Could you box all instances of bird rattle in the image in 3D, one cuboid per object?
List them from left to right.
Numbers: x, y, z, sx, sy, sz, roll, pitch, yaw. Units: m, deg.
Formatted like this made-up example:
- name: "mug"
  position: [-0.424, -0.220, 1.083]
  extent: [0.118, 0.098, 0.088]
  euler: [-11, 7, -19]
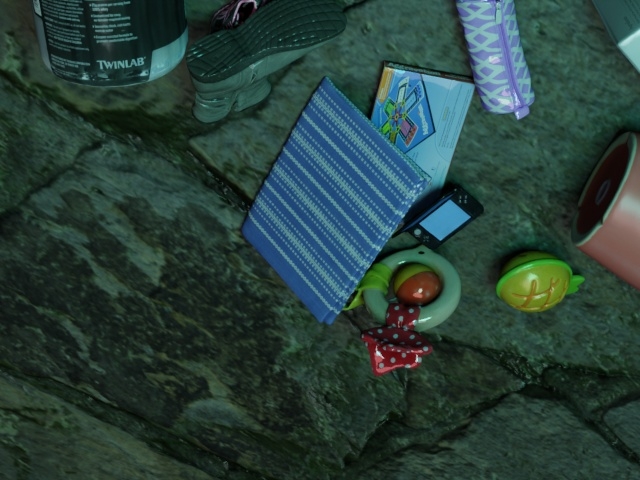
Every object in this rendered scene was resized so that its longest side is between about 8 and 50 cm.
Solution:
- name: "bird rattle"
  position: [0.134, 0.091, 1.555]
  extent: [0.207, 0.253, 0.143]
  euler: [-27, 128, -8]

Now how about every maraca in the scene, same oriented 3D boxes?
- name: "maraca"
  position: [0.377, 0.075, 1.612]
  extent: [0.127, 0.099, 0.186]
  euler: [-34, 145, 31]

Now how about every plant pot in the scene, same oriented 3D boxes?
- name: "plant pot"
  position: [0.535, -0.030, 1.431]
  extent: [0.243, 0.275, 0.274]
  euler: [24, 126, -1]

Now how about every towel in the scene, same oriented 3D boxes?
- name: "towel"
  position: [0.012, -0.053, 1.490]
  extent: [0.243, 0.040, 0.336]
  euler: [47, 127, 21]

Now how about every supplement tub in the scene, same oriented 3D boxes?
- name: "supplement tub"
  position: [-0.285, -0.389, 1.220]
  extent: [0.207, 0.207, 0.337]
  euler: [2, 127, 1]

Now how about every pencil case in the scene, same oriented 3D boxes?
- name: "pencil case"
  position: [0.254, -0.280, 1.347]
  extent: [0.086, 0.088, 0.206]
  euler: [-32, 127, -11]

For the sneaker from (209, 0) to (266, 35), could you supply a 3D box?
- name: "sneaker"
  position: [-0.124, -0.319, 1.360]
  extent: [0.047, 0.057, 0.119]
  euler: [31, 124, -22]

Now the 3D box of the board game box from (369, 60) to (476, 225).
- name: "board game box"
  position: [0.139, -0.145, 1.496]
  extent: [0.145, 0.027, 0.281]
  euler: [9, 127, -6]

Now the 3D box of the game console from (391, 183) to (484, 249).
- name: "game console"
  position: [0.191, -0.029, 1.522]
  extent: [0.107, 0.071, 0.122]
  euler: [37, 121, -24]

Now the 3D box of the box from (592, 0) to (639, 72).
- name: "box"
  position: [0.480, -0.279, 1.277]
  extent: [0.119, 0.181, 0.181]
  euler: [-38, 117, 25]

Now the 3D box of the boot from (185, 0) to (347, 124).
- name: "boot"
  position: [-0.083, -0.263, 1.379]
  extent: [0.247, 0.083, 0.161]
  euler: [-23, 163, -9]
